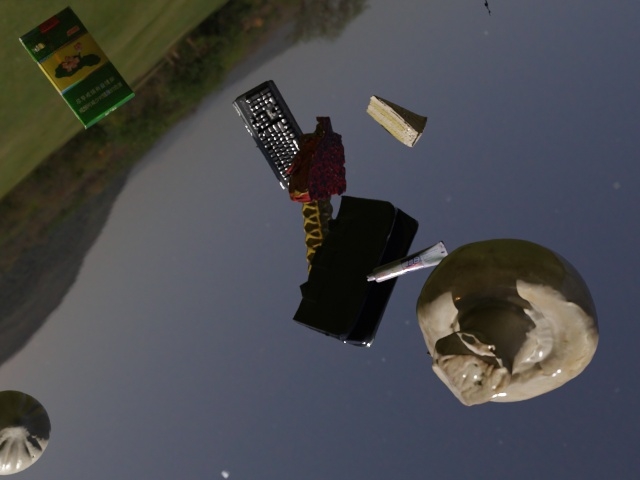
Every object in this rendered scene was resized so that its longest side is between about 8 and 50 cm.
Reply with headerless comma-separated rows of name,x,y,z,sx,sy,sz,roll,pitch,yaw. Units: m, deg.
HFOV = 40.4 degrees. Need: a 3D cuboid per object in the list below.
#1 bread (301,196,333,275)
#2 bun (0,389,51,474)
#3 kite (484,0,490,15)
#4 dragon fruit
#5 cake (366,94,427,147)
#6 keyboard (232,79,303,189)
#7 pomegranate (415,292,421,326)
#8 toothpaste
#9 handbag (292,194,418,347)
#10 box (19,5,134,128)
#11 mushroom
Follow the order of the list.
bread,0.001,0.000,2.436,0.084,0.367,0.077,-5,178,-30
bun,-0.500,0.304,1.406,0.094,0.138,0.138,-35,-165,48
kite,0.267,-0.554,1.617,0.013,0.323,0.268,-24,171,21
dragon fruit,-0.016,-0.125,1.346,0.063,0.131,0.097,-1,-175,42
cake,0.146,-0.238,1.685,0.065,0.121,0.052,-52,179,-41
keyboard,-0.081,-0.197,1.661,0.094,0.230,0.025,-30,-141,3
pomegranate,0.386,0.190,2.629,0.181,0.181,0.224,-28,-161,45
toothpaste,0.165,0.046,1.668,0.170,0.045,0.028,-21,-171,23
handbag,0.071,0.067,1.995,0.269,0.118,0.325,15,-101,54
box,-0.524,-0.374,1.879,0.132,0.235,0.034,-38,-177,-10
mushroom,0.298,0.153,1.417,0.297,0.297,0.290,-34,-169,32
